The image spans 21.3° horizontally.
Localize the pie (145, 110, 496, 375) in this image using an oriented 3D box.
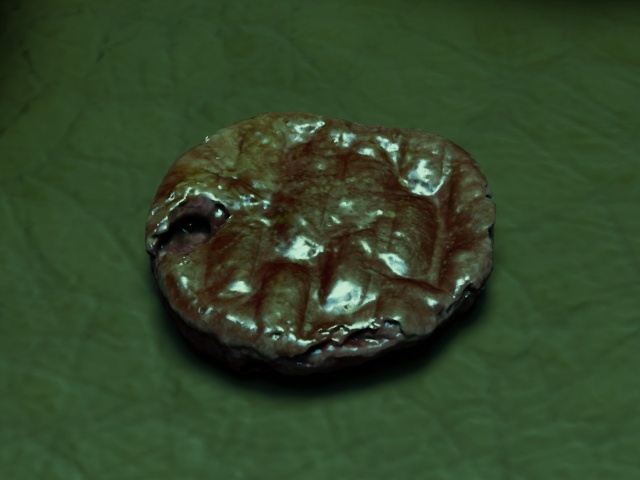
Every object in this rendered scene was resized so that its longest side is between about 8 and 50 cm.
[{"bbox_3d":[0.000,0.000,0.720,0.153,0.038,0.153,1,47,-1],"label":"pie"}]
